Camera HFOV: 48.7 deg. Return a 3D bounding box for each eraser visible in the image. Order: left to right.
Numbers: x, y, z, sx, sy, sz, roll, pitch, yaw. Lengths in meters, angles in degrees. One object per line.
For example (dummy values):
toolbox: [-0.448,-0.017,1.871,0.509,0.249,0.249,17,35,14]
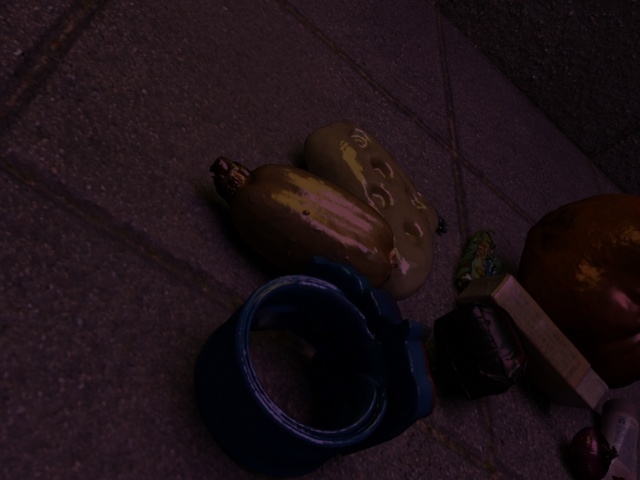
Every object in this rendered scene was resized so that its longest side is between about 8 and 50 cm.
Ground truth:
eraser: [0.454,0.219,1.518,0.343,0.144,0.078,47,71,-9]

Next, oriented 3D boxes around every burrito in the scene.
burrito: [0.386,0.058,1.687,0.104,0.054,0.288,48,32,-7]

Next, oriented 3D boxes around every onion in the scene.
onion: [0.579,0.452,1.496,0.115,0.104,0.115,22,60,-43]

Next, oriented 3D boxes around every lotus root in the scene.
lotus root: [-0.031,-0.028,1.153,0.343,0.151,0.169,27,54,-9]

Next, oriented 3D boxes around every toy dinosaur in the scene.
toy dinosaur: [0.273,-0.050,1.675,0.083,0.030,0.047,42,32,-16]

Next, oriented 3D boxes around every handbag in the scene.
handbag: [0.307,0.211,1.337,0.169,0.155,0.215,65,16,16]

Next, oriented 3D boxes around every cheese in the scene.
cheese: [0.083,-0.069,1.362,0.328,0.130,0.351,47,30,-12]

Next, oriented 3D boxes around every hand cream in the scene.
hand cream: [0.696,0.491,1.643,0.133,0.083,0.248,43,44,-13]

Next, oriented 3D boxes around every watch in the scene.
watch: [-0.021,0.144,0.954,0.274,0.241,0.305,3,55,-34]

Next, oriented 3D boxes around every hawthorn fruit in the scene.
hawthorn fruit: [0.667,0.093,1.652,0.472,0.472,0.471,32,37,-28]

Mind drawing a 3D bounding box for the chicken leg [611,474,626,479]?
chicken leg: [0.582,0.564,1.347,0.361,0.140,0.211,-70,139,-65]
